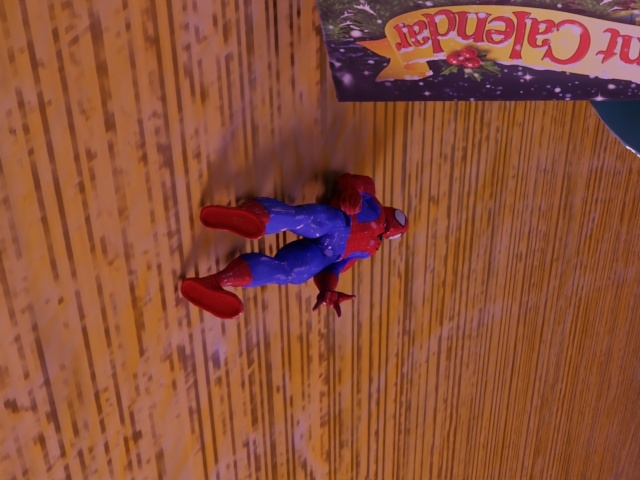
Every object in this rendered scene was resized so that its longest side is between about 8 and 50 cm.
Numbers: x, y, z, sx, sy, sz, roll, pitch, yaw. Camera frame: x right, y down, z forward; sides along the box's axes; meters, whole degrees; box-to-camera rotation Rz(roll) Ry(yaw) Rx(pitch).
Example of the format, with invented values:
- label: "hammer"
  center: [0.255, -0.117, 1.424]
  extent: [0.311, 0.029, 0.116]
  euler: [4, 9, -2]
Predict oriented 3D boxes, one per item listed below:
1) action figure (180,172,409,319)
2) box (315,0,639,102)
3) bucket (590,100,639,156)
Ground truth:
- label: "action figure"
  center: [0.000, 0.000, 0.440]
  extent: [0.115, 0.030, 0.038]
  euler: [-19, 122, -65]
- label: "box"
  center: [0.108, -0.095, 0.326]
  extent: [0.159, 0.233, 0.044]
  euler: [74, 20, -56]
- label: "bucket"
  center: [0.208, -0.148, 0.478]
  extent: [0.183, 0.281, 0.281]
  euler: [-33, 140, -60]
